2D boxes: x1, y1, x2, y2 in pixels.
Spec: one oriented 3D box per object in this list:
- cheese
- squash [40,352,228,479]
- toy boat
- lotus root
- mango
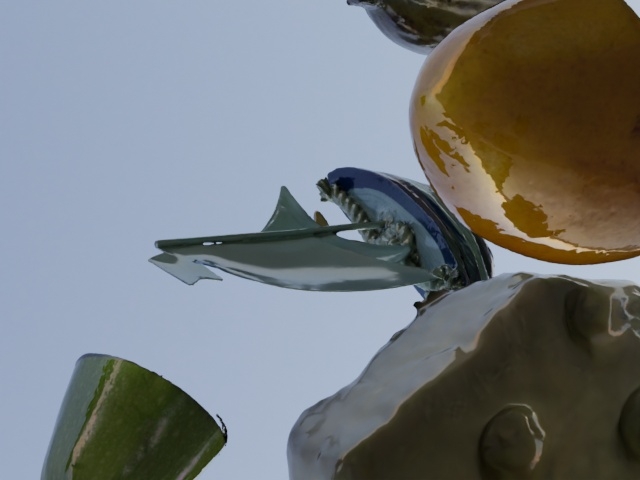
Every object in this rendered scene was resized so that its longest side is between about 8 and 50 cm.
[{"bbox_3d":[0.137,0.171,1.047,0.326,0.115,0.318,15,-91,-23],"label":"cheese"},{"bbox_3d":[-0.126,0.145,0.857,0.105,0.105,0.132,57,-132,-38],"label":"squash"},{"bbox_3d":[0.000,0.000,1.190,0.291,0.220,0.067,-2,-59,-35],"label":"toy boat"},{"bbox_3d":[0.105,-0.210,1.229,0.209,0.120,0.120,2,-99,-25],"label":"lotus root"},{"bbox_3d":[0.143,-0.063,0.829,0.252,0.154,0.126,5,-145,-45],"label":"mango"}]
